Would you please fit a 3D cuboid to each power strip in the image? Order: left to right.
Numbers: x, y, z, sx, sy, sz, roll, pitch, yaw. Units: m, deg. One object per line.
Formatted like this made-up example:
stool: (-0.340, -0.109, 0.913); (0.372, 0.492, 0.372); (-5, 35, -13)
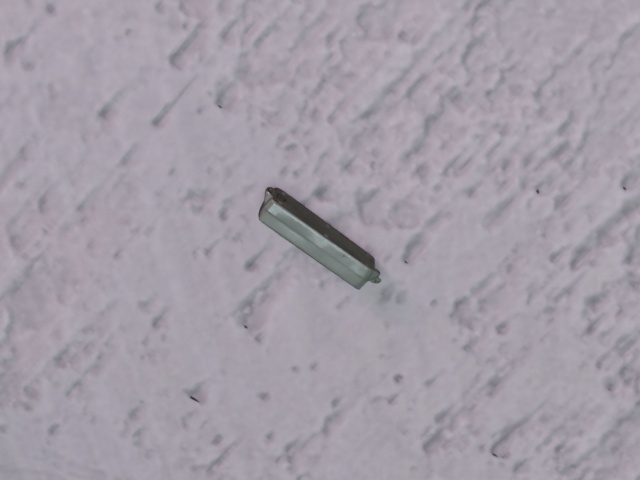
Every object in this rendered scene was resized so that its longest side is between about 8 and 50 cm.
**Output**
power strip: (0.000, 0.000, 0.625); (0.083, 0.027, 0.017); (37, 109, -9)
